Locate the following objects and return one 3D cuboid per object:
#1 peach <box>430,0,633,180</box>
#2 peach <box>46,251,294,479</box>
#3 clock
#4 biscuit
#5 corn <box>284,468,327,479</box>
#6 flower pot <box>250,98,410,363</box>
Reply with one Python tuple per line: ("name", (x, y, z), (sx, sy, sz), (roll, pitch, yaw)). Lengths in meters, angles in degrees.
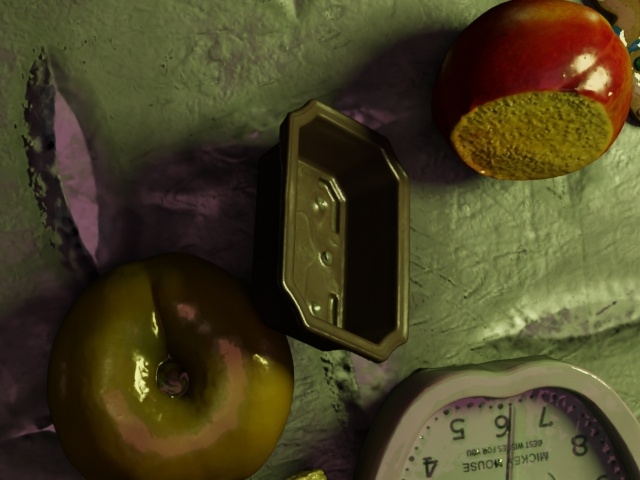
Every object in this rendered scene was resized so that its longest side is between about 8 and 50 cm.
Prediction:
("peach", (0.212, -0.146, 1.933), (0.190, 0.190, 0.192), (42, 67, -9))
("peach", (-0.149, 0.135, 1.908), (0.251, 0.153, 0.251), (2, 76, -9))
("clock", (0.194, 0.282, 1.995), (0.338, 0.102, 0.339), (-1, 94, -10))
("biscuit", (0.345, -0.231, 2.033), (0.138, 0.031, 0.205), (23, 87, -10))
("corn", (-0.007, 0.354, 1.966), (0.093, 0.093, 0.244), (-10, 94, -9))
("flower pot", (0.000, 0.000, 1.906), (0.179, 0.084, 0.251), (26, 55, -39))
